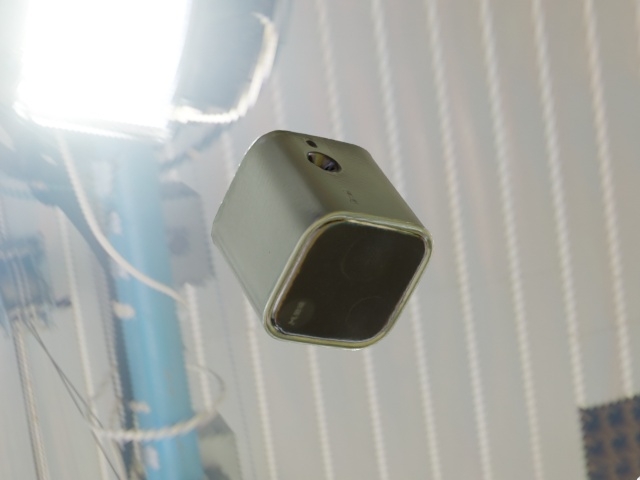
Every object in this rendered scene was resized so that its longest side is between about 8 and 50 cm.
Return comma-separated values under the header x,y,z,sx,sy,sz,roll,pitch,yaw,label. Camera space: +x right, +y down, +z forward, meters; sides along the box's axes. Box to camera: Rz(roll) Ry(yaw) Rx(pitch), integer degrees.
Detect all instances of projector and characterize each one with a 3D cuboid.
x,y,z,sx,sy,sz,roll,pitch,yaw,label
0.000,0.000,0.977,0.083,0.082,0.083,11,-61,-34,projector

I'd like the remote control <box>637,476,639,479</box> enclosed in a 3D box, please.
x,y,z,sx,sy,sz,roll,pitch,yaw,label
0.167,0.152,0.921,0.277,0.103,0.055,-36,-91,17,remote control
